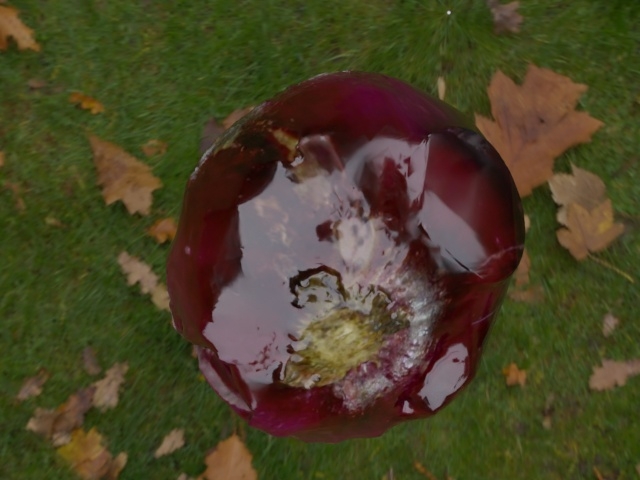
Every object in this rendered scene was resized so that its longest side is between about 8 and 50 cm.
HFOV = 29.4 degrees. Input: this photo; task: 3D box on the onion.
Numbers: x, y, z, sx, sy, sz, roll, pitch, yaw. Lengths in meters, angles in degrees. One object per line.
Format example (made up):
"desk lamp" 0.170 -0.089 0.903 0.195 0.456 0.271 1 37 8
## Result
"onion" 0.000 0.000 1.335 0.398 0.420 0.398 -7 109 -21
